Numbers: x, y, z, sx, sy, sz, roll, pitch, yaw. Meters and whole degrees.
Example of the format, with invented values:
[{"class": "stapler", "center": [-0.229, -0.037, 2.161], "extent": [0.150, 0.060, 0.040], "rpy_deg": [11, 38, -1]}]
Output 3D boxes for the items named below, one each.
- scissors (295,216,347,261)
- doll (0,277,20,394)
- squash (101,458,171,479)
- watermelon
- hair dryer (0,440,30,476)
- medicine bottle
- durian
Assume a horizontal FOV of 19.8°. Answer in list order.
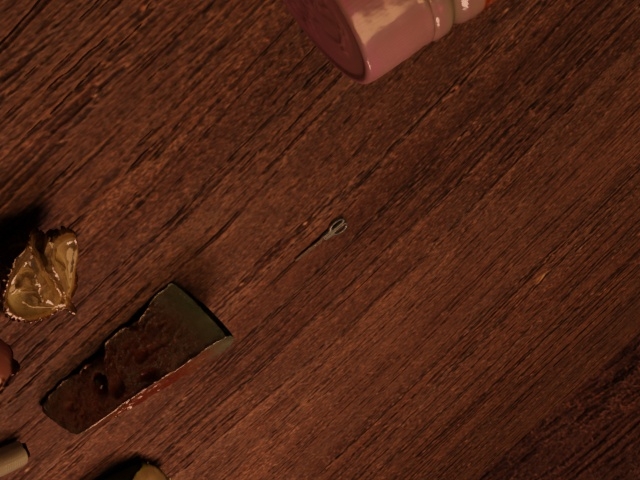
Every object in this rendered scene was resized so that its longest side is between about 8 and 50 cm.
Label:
[{"class": "scissors", "center": [0.000, 0.000, 2.354], "extent": [0.083, 0.006, 0.036], "rpy_deg": [-39, 155, 1]}, {"class": "doll", "center": [-0.410, 0.056, 1.669], "extent": [0.284, 0.216, 0.268], "rpy_deg": [-29, 136, 9]}, {"class": "squash", "center": [-0.347, 0.412, 2.581], "extent": [0.260, 0.189, 0.189], "rpy_deg": [-8, 167, 22]}, {"class": "watermelon", "center": [-0.225, 0.160, 2.239], "extent": [0.241, 0.094, 0.154], "rpy_deg": [-35, 167, -5]}, {"class": "hair dryer", "center": [-0.445, 0.294, 2.187], "extent": [0.236, 0.073, 0.131], "rpy_deg": [-27, 158, -46]}, {"class": "medicine bottle", "center": [0.113, -0.308, 1.708], "extent": [0.316, 0.202, 0.202], "rpy_deg": [-34, 157, -8]}, {"class": "durian", "center": [-0.294, 0.030, 1.894], "extent": [0.110, 0.071, 0.140], "rpy_deg": [-41, 144, -8]}]
